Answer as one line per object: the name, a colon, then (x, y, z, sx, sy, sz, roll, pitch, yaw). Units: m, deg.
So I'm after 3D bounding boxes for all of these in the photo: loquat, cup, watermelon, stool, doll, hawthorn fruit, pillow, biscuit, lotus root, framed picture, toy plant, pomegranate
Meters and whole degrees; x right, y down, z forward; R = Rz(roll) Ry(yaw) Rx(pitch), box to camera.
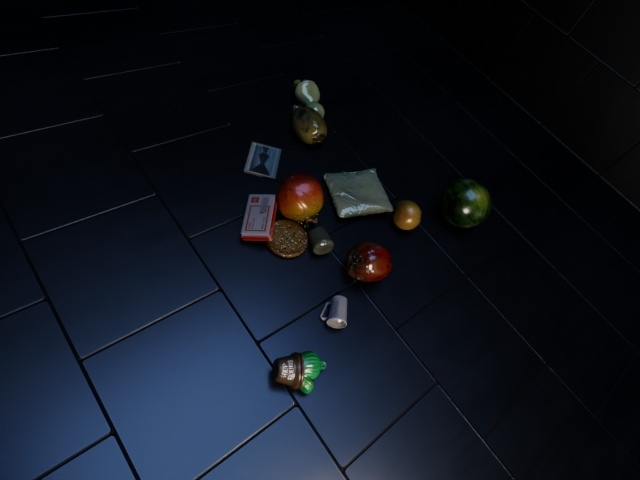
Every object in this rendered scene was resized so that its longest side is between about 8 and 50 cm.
loquat: (0.407, -0.120, 1.930, 0.141, 0.141, 0.141, 9, 55, -13)
cup: (0.053, 0.277, 1.596, 0.104, 0.074, 0.116, -3, 49, 14)
watermelon: (0.708, -0.182, 2.014, 0.243, 0.242, 0.242, 9, 55, -13)
stool: (0.000, 0.000, 1.742, 0.096, 0.096, 0.110, -9, 57, -24)
doll: (-0.058, -0.749, 2.224, 0.142, 0.117, 0.296, -7, 73, -30)
hawthorn fruit: (0.218, 0.086, 1.720, 0.235, 0.181, 0.181, -1, 55, -43)
pillow: (0.178, -0.226, 1.966, 0.281, 0.076, 0.274, -9, 57, -17)
biscuit: (-0.143, -0.007, 1.739, 0.188, 0.027, 0.187, 10, 55, -14)
lotus root: (-0.072, -0.605, 2.097, 0.154, 0.154, 0.278, -17, 59, -27)
framed picture: (-0.271, -0.380, 1.954, 0.150, 0.015, 0.203, 14, 54, -9)
toy plant: (-0.064, 0.450, 1.415, 0.201, 0.105, 0.142, 10, 62, -26)
pomegranate: (-0.080, -0.173, 1.765, 0.210, 0.210, 0.235, -29, 92, -32)

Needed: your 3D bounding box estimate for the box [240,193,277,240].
box: (-0.255, -0.095, 1.726, 0.123, 0.050, 0.229, 1, 55, 6)
